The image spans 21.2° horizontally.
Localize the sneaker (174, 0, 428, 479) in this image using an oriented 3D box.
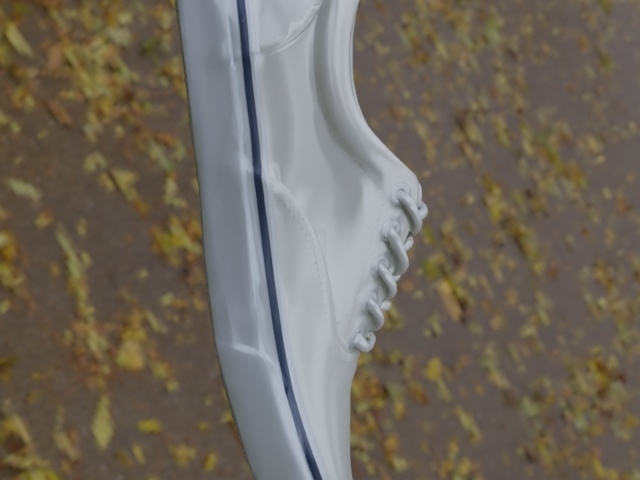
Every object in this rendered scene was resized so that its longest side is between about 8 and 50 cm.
[{"bbox_3d":[0.000,0.000,0.710,0.094,0.091,0.258,-67,149,-83],"label":"sneaker"}]
